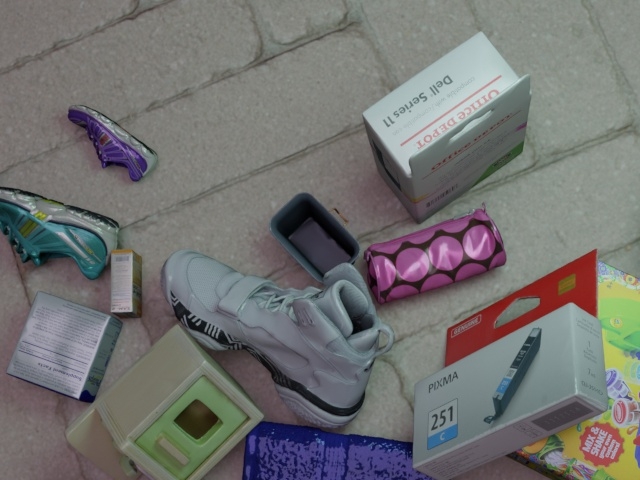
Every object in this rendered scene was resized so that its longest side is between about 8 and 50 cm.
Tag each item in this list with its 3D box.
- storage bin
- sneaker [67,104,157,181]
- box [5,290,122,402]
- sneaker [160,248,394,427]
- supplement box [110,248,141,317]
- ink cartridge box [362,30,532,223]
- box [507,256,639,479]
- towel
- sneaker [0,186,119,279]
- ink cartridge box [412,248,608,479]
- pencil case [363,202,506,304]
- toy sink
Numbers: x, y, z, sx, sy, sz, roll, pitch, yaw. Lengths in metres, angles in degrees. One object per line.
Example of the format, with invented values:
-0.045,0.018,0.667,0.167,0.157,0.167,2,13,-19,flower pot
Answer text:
0.000,0.000,1.774,0.098,0.091,0.135,-44,77,-4,storage bin
-0.342,-0.156,1.864,0.170,0.068,0.071,37,90,12,sneaker
-0.391,0.164,1.795,0.126,0.072,0.137,18,80,10,box
-0.058,0.093,1.690,0.365,0.210,0.137,38,41,9,sneaker
-0.300,0.068,1.811,0.036,0.062,0.099,-3,78,5,supplement box
0.179,-0.161,1.652,0.207,0.353,0.119,-35,76,-2,ink cartridge box
0.434,0.223,1.630,0.279,0.177,0.290,25,82,13,box
0.033,0.391,1.699,0.308,0.076,0.228,6,84,9,towel
-0.453,-0.018,1.832,0.275,0.107,0.110,18,90,11,sneaker
0.249,0.159,1.583,0.066,0.296,0.261,30,46,-27,ink cartridge box
0.167,0.021,1.750,0.209,0.095,0.098,-20,111,0,pencil case
-0.226,0.269,1.687,0.234,0.153,0.131,-43,36,-4,toy sink
